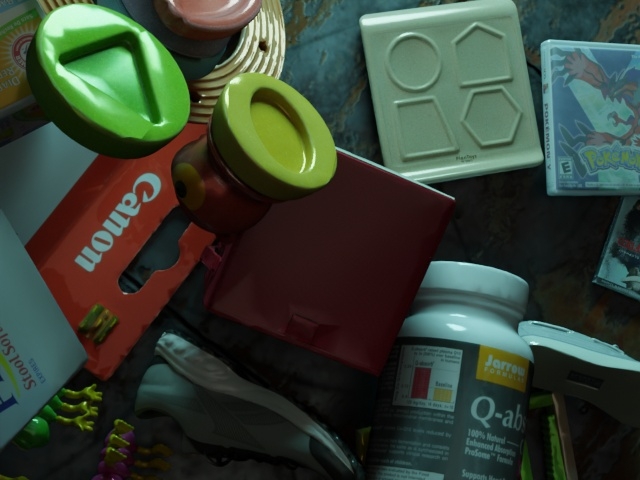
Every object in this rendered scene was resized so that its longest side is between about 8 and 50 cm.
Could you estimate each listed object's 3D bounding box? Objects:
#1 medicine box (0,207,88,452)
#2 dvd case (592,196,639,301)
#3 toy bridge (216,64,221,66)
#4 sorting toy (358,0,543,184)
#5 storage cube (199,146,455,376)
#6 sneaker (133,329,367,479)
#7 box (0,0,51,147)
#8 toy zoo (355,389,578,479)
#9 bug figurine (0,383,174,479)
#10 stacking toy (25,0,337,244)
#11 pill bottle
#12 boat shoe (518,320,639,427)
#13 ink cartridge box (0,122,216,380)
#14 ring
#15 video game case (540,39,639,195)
[{"bbox_3d":[-0.400,0.055,0.908,0.149,0.289,0.263,-51,123,-48],"label":"medicine box"},{"bbox_3d":[0.388,0.010,1.251,0.087,0.013,0.119,22,84,-10],"label":"dvd case"},{"bbox_3d":[-0.153,-0.222,1.141,0.188,0.026,0.063,21,85,-11],"label":"toy bridge"},{"bbox_3d":[0.151,-0.173,1.201,0.193,0.038,0.208,-10,85,-12],"label":"sorting toy"},{"bbox_3d":[0.000,0.000,1.065,0.215,0.183,0.193,23,96,-9],"label":"storage cube"},{"bbox_3d":[-0.073,0.197,1.068,0.272,0.100,0.108,25,77,21],"label":"sneaker"},{"bbox_3d":[-0.293,-0.152,0.934,0.114,0.203,0.103,-30,97,-12],"label":"box"},{"bbox_3d":[0.155,0.292,1.183,0.293,0.030,0.192,-9,89,-12],"label":"toy zoo"},{"bbox_3d":[-0.257,0.249,1.022,0.279,0.072,0.216,46,44,-35],"label":"bug figurine"},{"bbox_3d":[-0.159,-0.146,0.891,0.280,0.130,0.308,2,58,-44],"label":"stacking toy"},{"bbox_3d":[0.139,0.173,1.091,0.162,0.162,0.278,13,75,-11],"label":"pill bottle"},{"bbox_3d":[0.325,0.147,1.197,0.228,0.081,0.079,20,121,-5],"label":"boat shoe"},{"bbox_3d":[-0.289,-0.081,1.076,0.385,0.091,0.308,38,81,-6],"label":"ink cartridge box"},{"bbox_3d":[-0.169,-0.267,1.047,0.337,0.032,0.336,23,55,-37],"label":"ring"},{"bbox_3d":[0.359,-0.144,1.232,0.202,0.023,0.183,-1,86,-18],"label":"video game case"}]
